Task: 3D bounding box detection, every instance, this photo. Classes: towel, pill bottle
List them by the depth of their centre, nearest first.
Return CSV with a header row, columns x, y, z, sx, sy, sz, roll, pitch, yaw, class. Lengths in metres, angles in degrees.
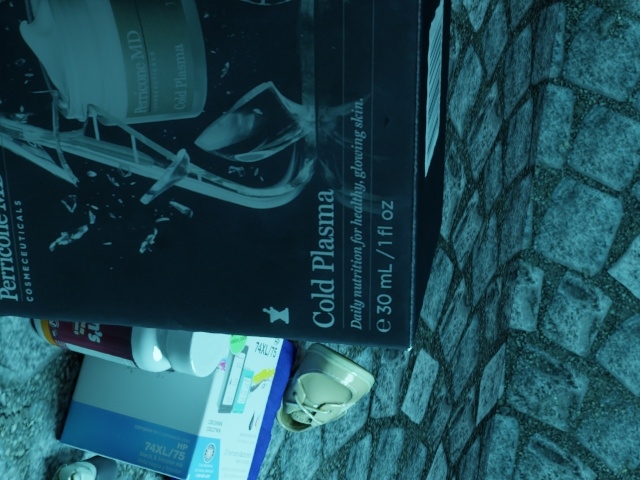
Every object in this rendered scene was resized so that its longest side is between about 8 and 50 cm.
x,y,z,sx,sy,sz,roll,pitch,yaw,class
-0.230,0.093,1.795,0.121,0.221,0.121,12,90,-67,pill bottle
-0.142,0.270,2.300,0.227,0.076,0.308,49,55,-59,towel

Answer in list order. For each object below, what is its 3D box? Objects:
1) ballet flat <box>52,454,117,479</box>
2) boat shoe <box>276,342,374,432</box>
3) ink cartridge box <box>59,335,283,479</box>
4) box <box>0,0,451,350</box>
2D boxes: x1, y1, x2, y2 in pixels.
x,y,z,sx,sy,sz,roll,pitch,yaw,class
-0.329,0.338,1.893,0.203,0.074,0.074,-54,148,-39,ballet flat
0.000,0.258,2.431,0.110,0.122,0.341,-58,180,-18,boat shoe
-0.187,0.170,1.967,0.198,0.197,0.270,27,77,-67,ink cartridge box
-0.111,-0.171,1.548,0.297,0.472,0.480,-69,160,-59,box
